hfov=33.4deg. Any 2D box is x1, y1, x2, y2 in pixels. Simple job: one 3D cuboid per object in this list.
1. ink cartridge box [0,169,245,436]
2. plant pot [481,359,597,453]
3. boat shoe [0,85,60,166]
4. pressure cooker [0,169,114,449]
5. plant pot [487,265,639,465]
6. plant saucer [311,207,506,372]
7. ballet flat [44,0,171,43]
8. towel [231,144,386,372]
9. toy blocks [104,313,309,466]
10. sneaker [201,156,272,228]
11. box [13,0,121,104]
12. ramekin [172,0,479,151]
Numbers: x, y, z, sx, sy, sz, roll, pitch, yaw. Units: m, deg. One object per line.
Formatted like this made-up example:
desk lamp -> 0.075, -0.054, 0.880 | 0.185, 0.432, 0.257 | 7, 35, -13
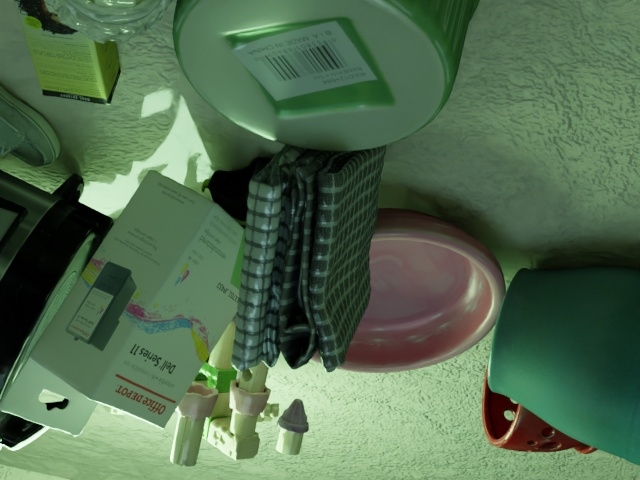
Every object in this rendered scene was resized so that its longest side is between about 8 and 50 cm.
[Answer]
ink cartridge box -> -0.230, 0.112, 1.379 | 0.119, 0.353, 0.207 | 28, 172, 26
plant pot -> 0.362, 0.243, 1.670 | 0.174, 0.191, 0.191 | 13, 150, -9
boat shoe -> -0.426, -0.151, 1.368 | 0.079, 0.081, 0.227 | -7, 145, 28
pressure cooker -> -0.488, 0.070, 1.451 | 0.420, 0.375, 0.369 | 27, 116, -6
plant pot -> 0.374, 0.152, 1.460 | 0.255, 0.271, 0.271 | 14, 152, 20
plant saucer -> 0.091, 0.066, 1.507 | 0.332, 0.084, 0.332 | 0, 140, 0
ballet flat -> -0.173, -0.279, 0.880 | 0.147, 0.147, 0.409 | 14, 146, -5
towel -> 0.000, 0.000, 1.211 | 0.121, 0.283, 0.235 | 10, 109, 9
toy blocks -> -0.161, 0.195, 1.779 | 0.309, 0.260, 0.289 | 5, -170, -41
sneaker -> -0.052, -0.063, 1.391 | 0.235, 0.084, 0.097 | -6, 145, 28
box -> -0.282, -0.246, 1.182 | 0.087, 0.058, 0.232 | 9, 151, 4
ramekin -> 0.002, -0.219, 1.040 | 0.304, 0.148, 0.303 | 8, 150, 5
